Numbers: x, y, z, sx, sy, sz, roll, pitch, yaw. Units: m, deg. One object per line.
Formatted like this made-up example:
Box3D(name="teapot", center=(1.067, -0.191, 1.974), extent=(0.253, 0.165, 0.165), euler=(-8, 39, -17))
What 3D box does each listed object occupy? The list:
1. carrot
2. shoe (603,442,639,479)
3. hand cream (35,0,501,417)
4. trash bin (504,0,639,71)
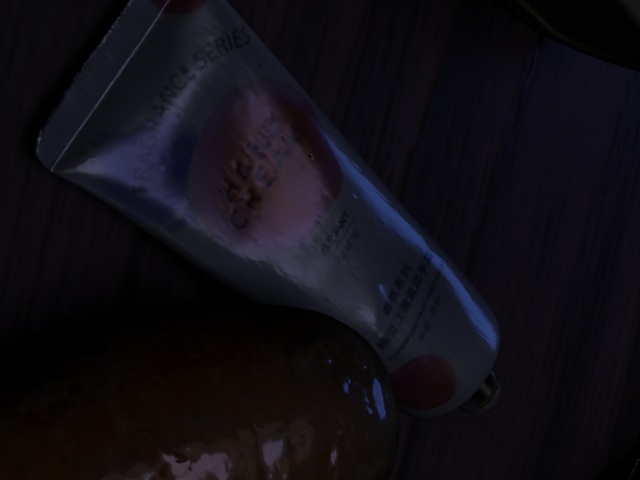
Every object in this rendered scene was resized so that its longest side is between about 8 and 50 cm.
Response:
Box3D(name="carrot", center=(-0.100, 0.105, 0.656), extent=(0.302, 0.139, 0.138), euler=(-12, 111, -41))
Box3D(name="shoe", center=(0.245, 0.188, 1.046), extent=(0.093, 0.108, 0.241), euler=(35, 70, -43))
Box3D(name="hand cream", center=(0.000, 0.000, 0.772), extent=(0.341, 0.078, 0.124), euler=(43, 72, -38))
Box3D(name="trash bin", center=(0.183, -0.238, 0.817), extent=(0.243, 0.121, 0.247), euler=(17, 94, -64))
